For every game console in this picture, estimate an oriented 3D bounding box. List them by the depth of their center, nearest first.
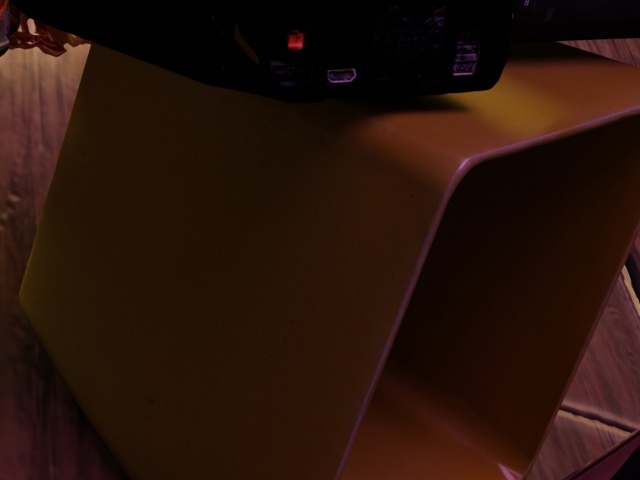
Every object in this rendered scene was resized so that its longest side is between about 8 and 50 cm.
[{"bbox_3d":[0.037,-0.110,0.740,0.361,0.044,0.213,-7,23,-39],"label":"game console"}]

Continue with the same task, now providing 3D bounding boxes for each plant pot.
[{"bbox_3d":[0.000,0.000,0.755,0.187,0.212,0.212,32,27,24],"label":"plant pot"}]

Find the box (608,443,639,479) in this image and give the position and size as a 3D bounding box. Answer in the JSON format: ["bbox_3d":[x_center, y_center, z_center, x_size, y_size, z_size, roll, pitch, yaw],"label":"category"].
[{"bbox_3d":[0.158,0.107,0.628,0.079,0.322,0.257,47,32,22],"label":"box"}]

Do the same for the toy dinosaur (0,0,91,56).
[{"bbox_3d":[-0.179,-0.165,0.872,0.322,0.164,0.218,71,-1,-66],"label":"toy dinosaur"}]

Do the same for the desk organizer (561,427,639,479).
[{"bbox_3d":[0.141,0.131,0.853,0.050,0.047,0.130,47,32,16],"label":"desk organizer"}]
